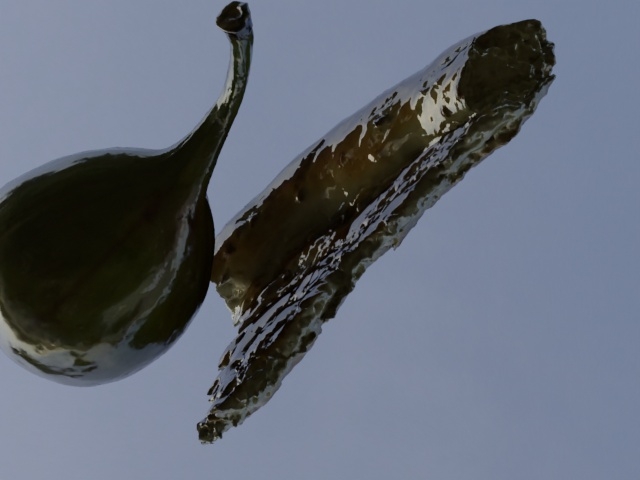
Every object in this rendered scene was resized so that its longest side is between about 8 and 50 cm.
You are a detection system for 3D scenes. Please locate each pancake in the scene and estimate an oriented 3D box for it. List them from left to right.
[{"bbox_3d":[0.000,0.000,0.686,0.057,0.266,0.244,43,-130,-12],"label":"pancake"}]

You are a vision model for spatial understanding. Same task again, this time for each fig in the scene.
[{"bbox_3d":[-0.089,-0.028,0.644,0.124,0.124,0.236,47,-62,17],"label":"fig"}]
